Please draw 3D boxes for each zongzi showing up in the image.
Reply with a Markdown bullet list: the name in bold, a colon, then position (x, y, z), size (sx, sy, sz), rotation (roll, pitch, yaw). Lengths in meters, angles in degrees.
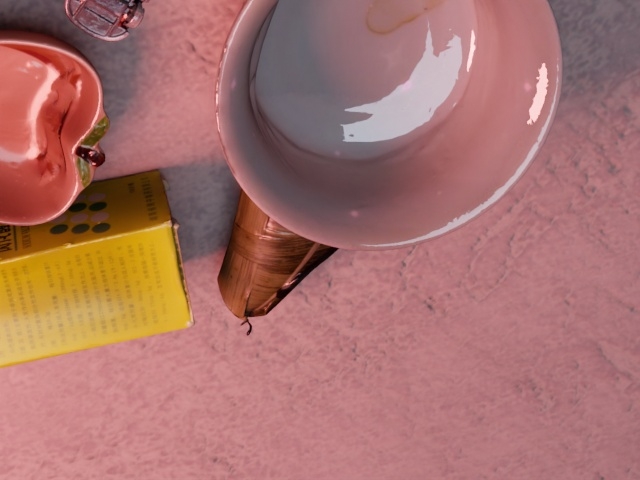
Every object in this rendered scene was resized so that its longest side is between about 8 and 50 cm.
- **zongzi**: position (0.000, 0.003, 2.027), size (0.204, 0.094, 0.205), rotation (1, 125, -23)

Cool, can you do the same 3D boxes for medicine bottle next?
- **medicine bottle**: position (-0.265, 0.029, 1.953), size (0.250, 0.137, 0.141), rotation (-12, 123, -5)

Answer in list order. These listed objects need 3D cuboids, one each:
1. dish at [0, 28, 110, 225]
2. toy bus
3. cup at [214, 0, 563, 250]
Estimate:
- **dish**: position (-0.310, -0.126, 1.877), size (0.213, 0.090, 0.213), rotation (-4, 121, -7)
- **toy bus**: position (-0.180, -0.280, 1.815), size (0.079, 0.077, 0.174), rotation (28, 112, -26)
- **cup**: position (0.053, -0.178, 1.870), size (0.347, 0.163, 0.347), rotation (-5, 118, -10)
